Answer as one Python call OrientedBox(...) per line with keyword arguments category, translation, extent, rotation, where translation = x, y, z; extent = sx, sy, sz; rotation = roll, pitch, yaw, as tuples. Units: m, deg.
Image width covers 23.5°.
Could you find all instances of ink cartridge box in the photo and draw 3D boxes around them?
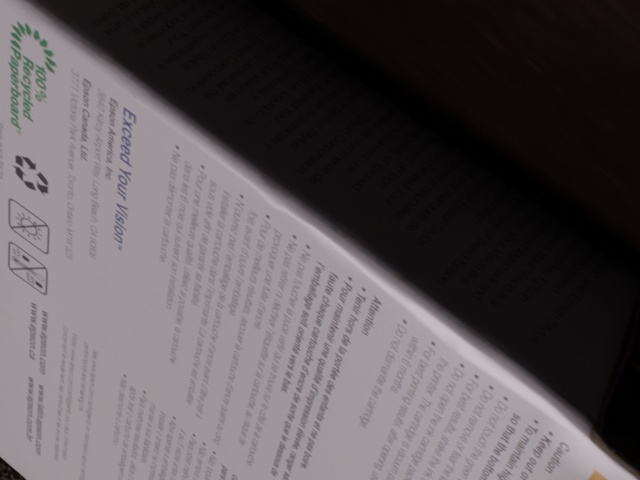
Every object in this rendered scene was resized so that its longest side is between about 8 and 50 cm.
OrientedBox(category="ink cartridge box", translation=(-0.003, 0.077, 0.586), extent=(0.330, 0.071, 0.324), rotation=(37, 145, 15))

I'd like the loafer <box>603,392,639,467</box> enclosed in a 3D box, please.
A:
OrientedBox(category="loafer", translation=(0.155, 0.137, 0.701), extent=(0.319, 0.112, 0.111), rotation=(38, -149, -10))
